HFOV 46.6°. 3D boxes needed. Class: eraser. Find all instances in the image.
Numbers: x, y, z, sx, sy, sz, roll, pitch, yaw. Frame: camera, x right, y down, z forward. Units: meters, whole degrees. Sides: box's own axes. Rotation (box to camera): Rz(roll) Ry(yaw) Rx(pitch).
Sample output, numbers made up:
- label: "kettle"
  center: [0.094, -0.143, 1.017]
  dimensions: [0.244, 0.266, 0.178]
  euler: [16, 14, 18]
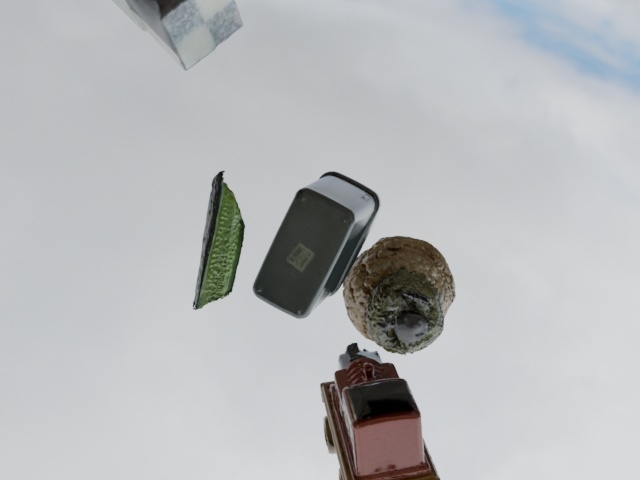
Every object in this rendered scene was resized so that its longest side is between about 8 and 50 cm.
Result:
- label: "eraser"
  center: [-0.254, -0.372, 0.896]
  dimensions: [0.098, 0.096, 0.404]
  euler: [-40, -113, -9]

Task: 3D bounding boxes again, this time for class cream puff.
- label: "cream puff"
  center: [0.126, 0.095, 1.143]
  dimensions: [0.184, 0.183, 0.169]
  euler: [16, -165, -3]

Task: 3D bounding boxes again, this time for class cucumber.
- label: "cucumber"
  center: [-0.158, 0.003, 1.172]
  dimensions: [0.071, 0.219, 0.046]
  euler: [13, 176, -40]

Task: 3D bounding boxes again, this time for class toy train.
- label: "toy train"
  center: [0.097, 0.328, 1.303]
  dimensions: [0.163, 0.231, 0.369]
  euler: [-7, -154, -6]

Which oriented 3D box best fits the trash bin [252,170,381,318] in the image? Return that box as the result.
- label: "trash bin"
  center: [0.000, 0.000, 1.022]
  dimensions: [0.101, 0.176, 0.236]
  euler: [29, -167, 6]
